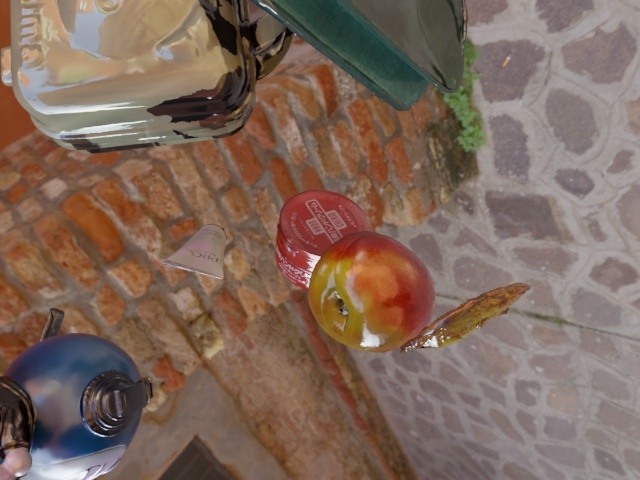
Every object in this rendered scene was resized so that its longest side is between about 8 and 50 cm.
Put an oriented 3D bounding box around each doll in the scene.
[{"bbox_3d":[-0.416,0.267,0.779,0.284,0.309,0.241,-18,79,35],"label":"doll"}]

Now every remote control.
[{"bbox_3d":[-0.556,0.189,1.069,0.014,0.096,0.039,3,160,21],"label":"remote control"}]

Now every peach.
[{"bbox_3d":[0.082,0.076,0.798,0.190,0.192,0.191,10,108,34],"label":"peach"}]

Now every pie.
[{"bbox_3d":[0.186,0.088,0.620,0.033,0.190,0.088,58,161,27],"label":"pie"}]

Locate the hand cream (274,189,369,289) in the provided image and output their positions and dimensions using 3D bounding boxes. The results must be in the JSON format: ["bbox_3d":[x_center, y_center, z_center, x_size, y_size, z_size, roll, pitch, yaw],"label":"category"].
[{"bbox_3d":[0.000,0.000,1.081,0.193,0.193,0.126,34,141,19],"label":"hand cream"}]

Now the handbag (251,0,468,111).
[{"bbox_3d":[0.060,-0.318,0.600,0.089,0.239,0.326,-7,162,43],"label":"handbag"}]

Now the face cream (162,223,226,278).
[{"bbox_3d":[-0.201,0.020,0.883,0.092,0.058,0.244,15,-170,-9],"label":"face cream"}]

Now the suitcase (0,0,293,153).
[{"bbox_3d":[-0.196,-0.295,0.633,0.194,0.338,0.352,106,157,-79],"label":"suitcase"}]
